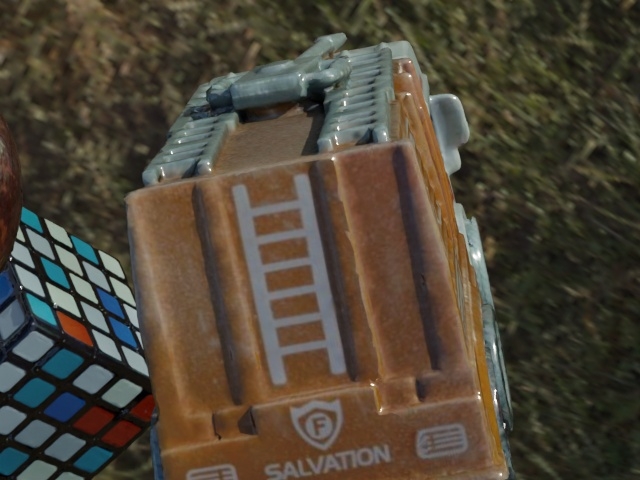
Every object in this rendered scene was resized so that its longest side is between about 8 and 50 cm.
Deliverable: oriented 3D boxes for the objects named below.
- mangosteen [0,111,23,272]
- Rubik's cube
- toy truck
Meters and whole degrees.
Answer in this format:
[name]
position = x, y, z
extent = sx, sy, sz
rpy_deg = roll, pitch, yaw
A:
[mangosteen]
position = -0.232, 0.006, 0.879
extent = 0.192, 0.192, 0.217
rpy_deg = 22, 132, 31
[Rubik's cube]
position = -0.259, 0.098, 1.551
extent = 0.182, 0.187, 0.184
rpy_deg = -43, 45, 14
[toy truck]
position = 0.000, 0.000, 0.779
extent = 0.136, 0.305, 0.162
rpy_deg = -10, 104, 6
